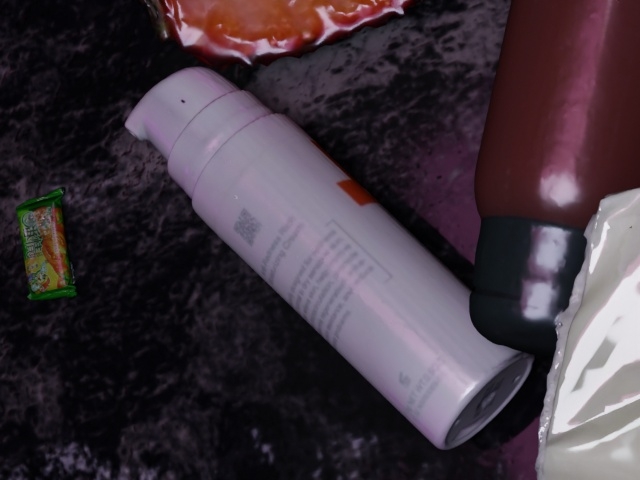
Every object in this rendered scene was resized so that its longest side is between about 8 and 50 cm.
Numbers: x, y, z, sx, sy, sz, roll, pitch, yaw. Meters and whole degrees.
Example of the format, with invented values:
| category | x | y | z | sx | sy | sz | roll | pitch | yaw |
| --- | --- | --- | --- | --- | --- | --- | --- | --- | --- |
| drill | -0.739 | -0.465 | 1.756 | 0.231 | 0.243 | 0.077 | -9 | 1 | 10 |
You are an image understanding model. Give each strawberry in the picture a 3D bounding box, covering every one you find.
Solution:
| category | x | y | z | sx | sy | sz | roll | pitch | yaw |
| --- | --- | --- | --- | --- | --- | --- | --- | --- | --- |
| strawberry | -0.028 | -0.227 | 1.396 | 0.236 | 0.111 | 0.190 | 5 | 115 | 2 |

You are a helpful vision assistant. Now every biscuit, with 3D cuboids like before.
| category | x | y | z | sx | sy | sz | roll | pitch | yaw |
| --- | --- | --- | --- | --- | --- | --- | --- | --- | --- |
| biscuit | -0.218 | 0.005 | 1.491 | 0.046 | 0.016 | 0.089 | -14 | 79 | 21 |

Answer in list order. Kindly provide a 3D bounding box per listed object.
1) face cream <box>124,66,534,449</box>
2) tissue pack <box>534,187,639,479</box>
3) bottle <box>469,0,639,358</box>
| category | x | y | z | sx | sy | sz | roll | pitch | yaw |
| --- | --- | --- | --- | --- | --- | --- | --- | --- | --- |
| face cream | 0.000 | 0.000 | 1.355 | 0.345 | 0.102 | 0.102 | 45 | 101 | 20 |
| tissue pack | 0.347 | 0.101 | 1.092 | 0.380 | 0.297 | 0.207 | 12 | 89 | 22 |
| bottle | 0.179 | -0.088 | 1.249 | 0.144 | 0.144 | 0.336 | 11 | 82 | 24 |
